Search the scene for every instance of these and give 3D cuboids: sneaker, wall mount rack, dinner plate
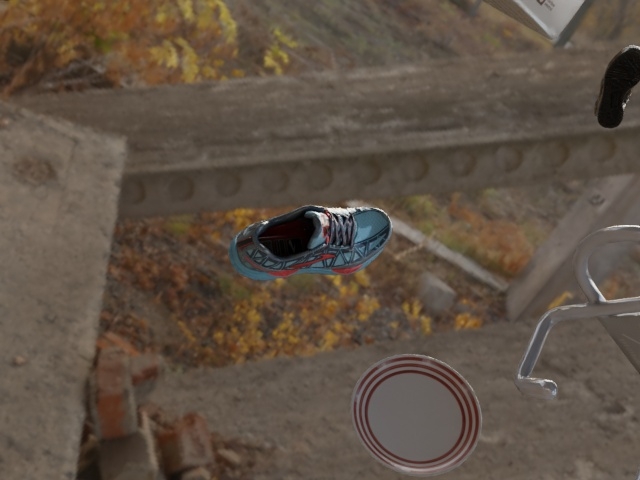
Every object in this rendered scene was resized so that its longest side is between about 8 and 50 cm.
[{"bbox_3d":[0.440,-0.235,1.425,0.051,0.170,0.089,14,48,8],"label":"sneaker"},{"bbox_3d":[0.335,0.141,0.746,0.350,0.304,0.130,48,55,-25],"label":"wall mount rack"},{"bbox_3d":[0.000,0.000,1.442,0.261,0.125,0.104,-13,78,-20],"label":"sneaker"},{"bbox_3d":[0.101,0.186,1.024,0.141,0.017,0.141,3,55,-4],"label":"dinner plate"}]

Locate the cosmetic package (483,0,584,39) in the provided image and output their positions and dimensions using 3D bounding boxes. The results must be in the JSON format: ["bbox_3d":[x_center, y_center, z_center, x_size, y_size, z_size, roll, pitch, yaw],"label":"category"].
[{"bbox_3d":[0.175,-0.319,0.927,0.151,0.151,0.184,24,15,-45],"label":"cosmetic package"}]
